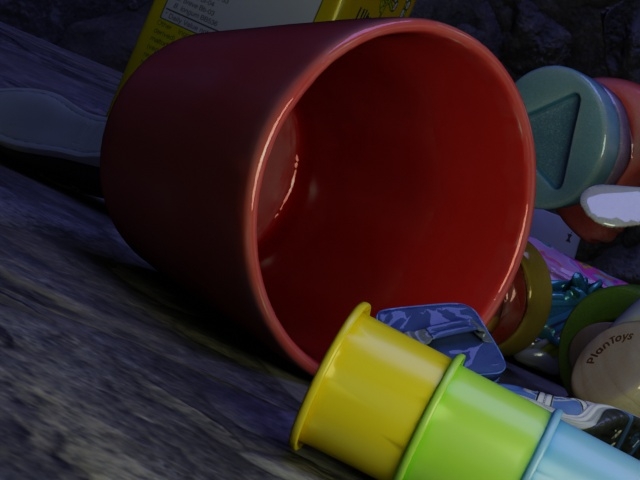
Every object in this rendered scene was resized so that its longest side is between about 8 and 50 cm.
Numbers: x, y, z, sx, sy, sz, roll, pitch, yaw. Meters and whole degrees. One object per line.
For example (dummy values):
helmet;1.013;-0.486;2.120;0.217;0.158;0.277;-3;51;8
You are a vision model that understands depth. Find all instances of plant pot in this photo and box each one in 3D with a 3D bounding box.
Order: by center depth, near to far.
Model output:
plant pot;-0.019;-0.047;1.339;0.275;0.274;0.243;18;0;-42

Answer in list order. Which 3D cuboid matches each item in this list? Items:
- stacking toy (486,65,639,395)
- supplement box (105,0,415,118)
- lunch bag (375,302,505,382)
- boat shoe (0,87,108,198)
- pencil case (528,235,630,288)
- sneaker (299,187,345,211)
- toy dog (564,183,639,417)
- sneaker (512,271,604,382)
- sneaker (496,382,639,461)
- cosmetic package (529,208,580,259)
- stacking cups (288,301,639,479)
stacking toy;0.222;0.011;1.628;0.130;0.309;0.279;5;28;-47
supplement box;-0.057;-0.191;1.866;0.194;0.356;0.195;26;7;19
lunch bag;0.075;0.081;1.200;0.098;0.065;0.067;-5;51;-34
boat shoe;-0.230;-0.082;1.651;0.228;0.068;0.081;16;47;24
pencil case;0.294;0.082;1.944;0.284;0.124;0.124;24;6;5
sneaker;0.000;0.000;1.564;0.269;0.101;0.153;21;7;39
toy dog;0.273;0.059;1.460;0.161;0.220;0.334;-7;26;40
sneaker;0.262;0.091;1.805;0.275;0.110;0.107;24;6;0
sneaker;0.143;0.127;1.178;0.211;0.080;0.081;19;11;-47
cosmetic package;0.085;-0.042;2.143;0.377;0.097;0.284;18;-5;-43
stacking cups;0.139;0.147;0.996;0.316;0.096;0.096;28;7;10
